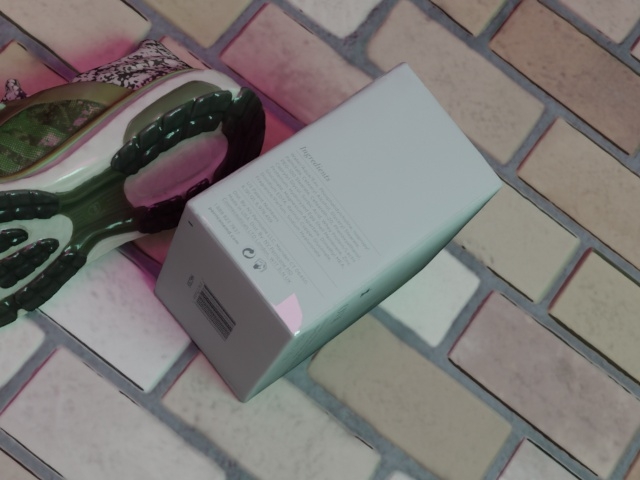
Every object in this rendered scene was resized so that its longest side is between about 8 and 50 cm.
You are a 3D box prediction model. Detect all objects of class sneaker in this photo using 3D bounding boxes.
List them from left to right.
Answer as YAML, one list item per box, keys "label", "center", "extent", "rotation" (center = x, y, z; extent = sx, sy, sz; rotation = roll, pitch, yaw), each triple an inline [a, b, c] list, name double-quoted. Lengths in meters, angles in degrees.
- label: "sneaker"
  center: [-0.259, -0.057, 1.141]
  extent: [0.410, 0.158, 0.182]
  rotation: [-25, 47, -19]

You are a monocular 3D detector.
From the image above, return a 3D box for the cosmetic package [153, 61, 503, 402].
- label: "cosmetic package"
  center: [0.000, 0.000, 1.110]
  extent: [0.225, 0.224, 0.138]
  rotation: [-37, 82, -22]
